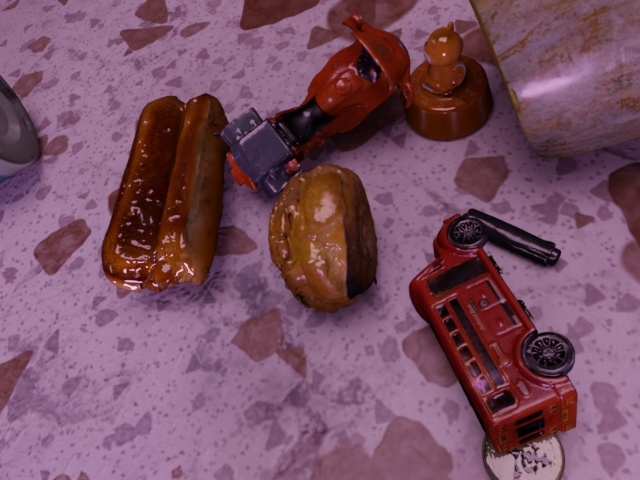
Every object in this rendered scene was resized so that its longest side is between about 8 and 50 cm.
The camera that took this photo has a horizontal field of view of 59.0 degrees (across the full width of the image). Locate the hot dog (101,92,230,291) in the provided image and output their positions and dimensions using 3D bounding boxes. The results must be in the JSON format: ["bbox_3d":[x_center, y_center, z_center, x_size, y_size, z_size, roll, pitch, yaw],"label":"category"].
[{"bbox_3d":[-0.217,-0.075,0.851,0.158,0.117,0.349,-6,57,9],"label":"hot dog"}]

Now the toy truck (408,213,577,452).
[{"bbox_3d":[0.178,0.092,0.625,0.114,0.107,0.253,-26,48,3],"label":"toy truck"}]

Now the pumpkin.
[{"bbox_3d":[0.301,-0.267,0.703,0.199,0.332,0.332,-15,56,26],"label":"pumpkin"}]

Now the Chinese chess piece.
[{"bbox_3d":[0.214,0.227,0.598,0.084,0.034,0.084,-7,60,11],"label":"Chinese chess piece"}]

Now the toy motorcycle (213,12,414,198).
[{"bbox_3d":[0.007,-0.190,0.805,0.325,0.221,0.148,-39,93,-6],"label":"toy motorcycle"}]

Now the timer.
[{"bbox_3d":[0.179,-0.241,0.809,0.132,0.152,0.132,-7,59,12],"label":"timer"}]

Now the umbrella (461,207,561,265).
[{"bbox_3d":[0.243,-0.007,0.728,0.133,0.031,0.036,30,74,27],"label":"umbrella"}]

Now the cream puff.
[{"bbox_3d":[0.000,0.000,0.716,0.129,0.189,0.189,-5,59,19],"label":"cream puff"}]

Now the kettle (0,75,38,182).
[{"bbox_3d":[-0.715,-0.170,1.007,0.342,0.247,0.319,-29,26,8],"label":"kettle"}]
